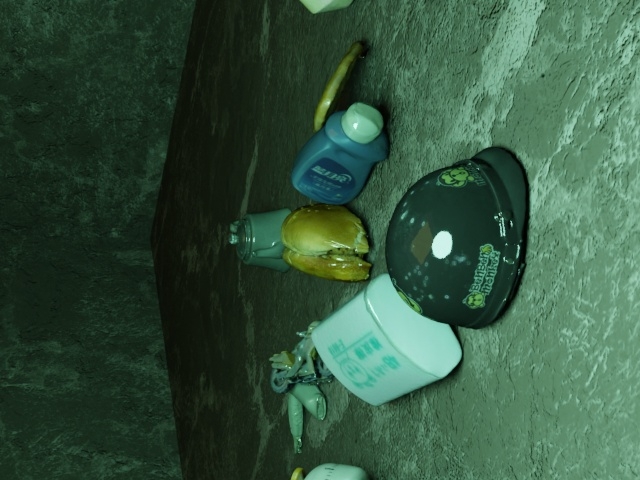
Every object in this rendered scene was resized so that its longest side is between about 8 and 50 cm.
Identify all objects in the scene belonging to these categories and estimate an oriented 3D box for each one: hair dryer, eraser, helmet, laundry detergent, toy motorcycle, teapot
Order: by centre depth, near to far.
[{"bbox_3d":[0.183,-0.003,1.449,0.230,0.160,0.279,-118,33,-58],"label":"helmet"},{"bbox_3d":[0.104,0.173,1.658,0.189,0.104,0.290,43,154,0],"label":"eraser"},{"bbox_3d":[0.046,-0.167,1.869,0.290,0.143,0.094,131,159,-62],"label":"laundry detergent"},{"bbox_3d":[-0.030,0.249,2.121,0.229,0.094,0.130,-26,62,43],"label":"toy motorcycle"},{"bbox_3d":[-0.042,0.400,2.242,0.206,0.075,0.237,-133,40,-55],"label":"hair dryer"},{"bbox_3d":[-0.158,-0.004,2.443,0.239,0.149,0.163,-131,45,-62],"label":"teapot"}]

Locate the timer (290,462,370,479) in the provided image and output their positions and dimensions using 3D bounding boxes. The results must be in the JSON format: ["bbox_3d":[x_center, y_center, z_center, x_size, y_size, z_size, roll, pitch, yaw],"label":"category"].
[{"bbox_3d":[0.045,0.526,1.802,0.233,0.240,0.234,5,-90,-73],"label":"timer"}]

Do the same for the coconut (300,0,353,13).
[{"bbox_3d":[0.010,-0.539,2.007,0.147,0.152,0.147,-41,24,22],"label":"coconut"}]

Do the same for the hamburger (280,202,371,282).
[{"bbox_3d":[0.000,0.000,1.978,0.283,0.156,0.144,-149,63,-71],"label":"hamburger"}]

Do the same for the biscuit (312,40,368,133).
[{"bbox_3d":[0.030,-0.297,1.933,0.203,0.041,0.260,-59,2,23],"label":"biscuit"}]
